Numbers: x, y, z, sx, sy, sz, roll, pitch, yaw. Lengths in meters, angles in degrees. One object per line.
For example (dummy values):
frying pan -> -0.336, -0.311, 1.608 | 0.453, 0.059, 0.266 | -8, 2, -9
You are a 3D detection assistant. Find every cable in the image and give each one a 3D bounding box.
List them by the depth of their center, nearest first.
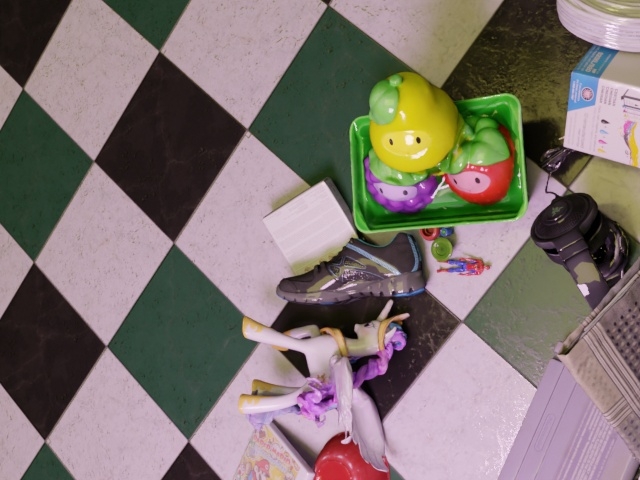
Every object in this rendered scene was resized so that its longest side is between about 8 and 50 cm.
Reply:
cable -> 0.558, -0.435, 1.587 | 0.257, 0.257, 0.089 | 18, 137, 23

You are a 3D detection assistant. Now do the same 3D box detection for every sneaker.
sneaker -> 0.063, 0.068, 1.918 | 0.340, 0.125, 0.140 | -8, 82, 17

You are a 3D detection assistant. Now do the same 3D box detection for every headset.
headset -> 0.507, -0.020, 1.615 | 0.185, 0.243, 0.394 | -33, 54, 23

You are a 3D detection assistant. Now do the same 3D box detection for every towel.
towel -> 0.578, 0.184, 1.498 | 0.312, 0.324, 0.056 | -43, 25, -7

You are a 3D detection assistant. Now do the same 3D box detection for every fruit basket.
fruit basket -> 0.212, -0.166, 1.698 | 0.392, 0.392, 0.283 | -5, 86, 29

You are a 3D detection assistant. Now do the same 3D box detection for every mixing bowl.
mixing bowl -> 0.053, 0.519, 1.918 | 0.181, 0.098, 0.182 | -1, 88, 28

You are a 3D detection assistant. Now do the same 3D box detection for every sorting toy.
sorting toy -> 0.256, -0.005, 1.854 | 0.061, 0.042, 0.102 | -41, 70, 30

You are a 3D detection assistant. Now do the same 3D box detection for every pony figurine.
pony figurine -> 0.015, 0.299, 1.851 | 0.363, 0.303, 0.351 | -7, 59, 12

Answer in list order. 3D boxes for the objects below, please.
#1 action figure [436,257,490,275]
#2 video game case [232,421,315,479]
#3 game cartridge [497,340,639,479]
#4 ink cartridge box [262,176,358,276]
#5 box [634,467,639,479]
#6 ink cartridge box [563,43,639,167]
action figure -> 0.301, 0.056, 1.834 | 0.115, 0.030, 0.038 | 1, 84, 27
video game case -> -0.116, 0.552, 1.999 | 0.227, 0.026, 0.206 | 39, 110, 49
game cartridge -> 0.484, 0.391, 1.637 | 0.230, 0.068, 0.355 | 22, 85, 40
ink cartridge box -> 0.000, 0.000, 2.000 | 0.189, 0.066, 0.232 | -30, 96, 24
box -> 0.673, 0.464, 1.590 | 0.307, 0.076, 0.243 | -31, 75, 25
ink cartridge box -> 0.587, -0.246, 1.568 | 0.232, 0.168, 0.171 | 21, 139, 28
